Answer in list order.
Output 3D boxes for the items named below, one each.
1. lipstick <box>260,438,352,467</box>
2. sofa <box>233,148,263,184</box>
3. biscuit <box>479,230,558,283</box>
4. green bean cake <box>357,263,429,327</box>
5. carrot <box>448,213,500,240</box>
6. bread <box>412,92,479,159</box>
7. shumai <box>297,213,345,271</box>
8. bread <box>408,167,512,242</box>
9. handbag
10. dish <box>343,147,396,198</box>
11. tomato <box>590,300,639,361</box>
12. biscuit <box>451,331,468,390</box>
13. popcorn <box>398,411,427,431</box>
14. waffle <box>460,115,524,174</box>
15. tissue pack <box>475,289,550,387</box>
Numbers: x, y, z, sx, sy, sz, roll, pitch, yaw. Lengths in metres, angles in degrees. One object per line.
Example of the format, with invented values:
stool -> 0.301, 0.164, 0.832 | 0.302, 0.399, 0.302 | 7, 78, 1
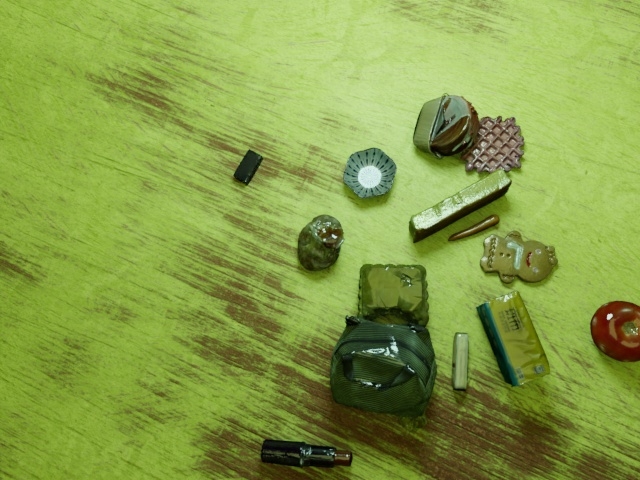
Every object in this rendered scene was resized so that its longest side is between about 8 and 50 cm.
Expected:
lipstick -> -0.046, 0.697, 1.814 | 0.299, 0.081, 0.081 | 3, 80, 9
sofa -> -0.265, -0.270, 2.047 | 0.060, 0.039, 0.118 | 28, 83, 10
biscuit -> 0.666, 0.061, 1.875 | 0.248, 0.035, 0.184 | 13, 81, 9
green bean cake -> 0.239, 0.189, 1.855 | 0.236, 0.124, 0.233 | 0, 80, 6
carrot -> 0.524, -0.038, 1.910 | 0.190, 0.037, 0.037 | -26, 77, 3
bread -> 0.431, -0.395, 1.913 | 0.212, 0.142, 0.224 | 8, 78, 44
shumai -> 0.000, 0.000, 1.912 | 0.161, 0.153, 0.209 | 29, 81, 4
bread -> 0.461, -0.114, 1.879 | 0.361, 0.138, 0.077 | -29, 76, 0
handbag -> 0.192, 0.383, 1.743 | 0.340, 0.240, 0.247 | 8, 48, 13
dish -> 0.175, -0.230, 1.973 | 0.190, 0.066, 0.191 | -1, 77, 6
tomato -> 0.946, 0.284, 1.747 | 0.195, 0.136, 0.195 | -2, 77, 8
biscuit -> 0.458, 0.394, 1.825 | 0.052, 0.056, 0.188 | 3, 78, 8
popcorn -> 0.292, 0.558, 1.802 | 0.097, 0.089, 0.109 | -35, 74, -12
waffle -> 0.591, -0.334, 1.948 | 0.234, 0.055, 0.221 | -2, 77, 9
tissue pack -> 0.604, 0.305, 1.757 | 0.134, 0.192, 0.271 | -19, 79, 4
